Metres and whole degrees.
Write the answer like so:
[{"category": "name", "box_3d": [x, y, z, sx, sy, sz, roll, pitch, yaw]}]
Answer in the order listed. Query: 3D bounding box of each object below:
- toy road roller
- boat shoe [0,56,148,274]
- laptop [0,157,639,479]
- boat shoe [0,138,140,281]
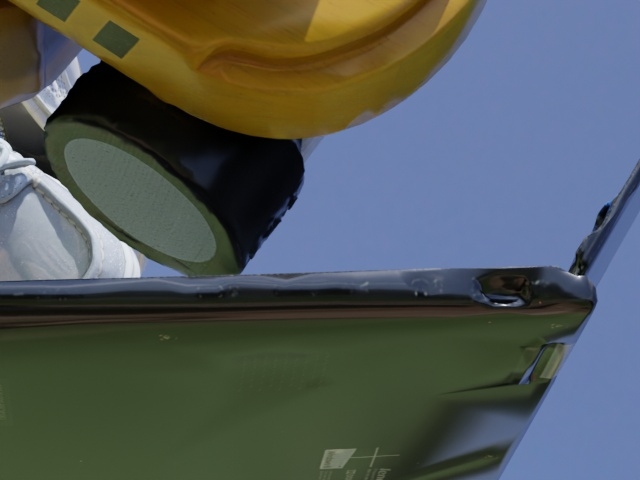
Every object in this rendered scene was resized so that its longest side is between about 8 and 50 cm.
[{"category": "toy road roller", "box_3d": [-0.083, -0.166, 0.730, 0.329, 0.202, 0.240, 33, -23, 10]}, {"category": "boat shoe", "box_3d": [-0.206, -0.049, 1.454, 0.098, 0.096, 0.277, -1, -47, 22]}, {"category": "laptop", "box_3d": [0.000, 0.000, 0.801, 0.408, 0.236, 0.382, -1, -26, -7]}, {"category": "boat shoe", "box_3d": [-0.249, -0.028, 1.178, 0.320, 0.118, 0.103, 31, -8, 26]}]
